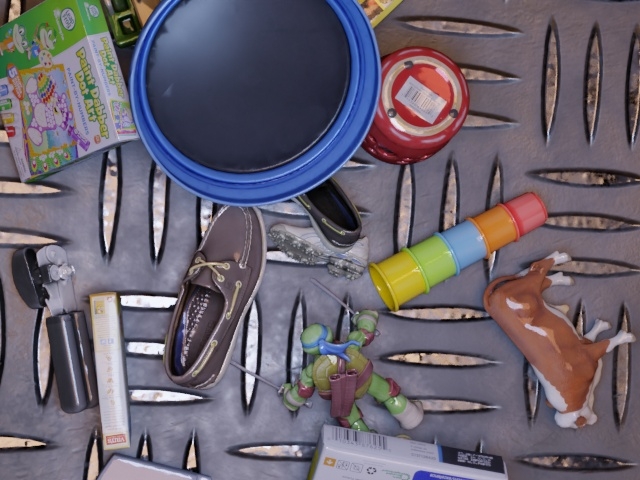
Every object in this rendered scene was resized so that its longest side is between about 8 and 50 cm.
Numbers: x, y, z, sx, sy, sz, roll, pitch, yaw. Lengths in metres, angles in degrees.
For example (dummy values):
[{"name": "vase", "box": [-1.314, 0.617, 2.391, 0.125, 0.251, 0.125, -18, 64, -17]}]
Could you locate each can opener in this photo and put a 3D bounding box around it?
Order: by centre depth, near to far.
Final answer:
[{"name": "can opener", "box": [-0.424, 0.142, 1.837, 0.093, 0.074, 0.280, -16, 88, 25]}]

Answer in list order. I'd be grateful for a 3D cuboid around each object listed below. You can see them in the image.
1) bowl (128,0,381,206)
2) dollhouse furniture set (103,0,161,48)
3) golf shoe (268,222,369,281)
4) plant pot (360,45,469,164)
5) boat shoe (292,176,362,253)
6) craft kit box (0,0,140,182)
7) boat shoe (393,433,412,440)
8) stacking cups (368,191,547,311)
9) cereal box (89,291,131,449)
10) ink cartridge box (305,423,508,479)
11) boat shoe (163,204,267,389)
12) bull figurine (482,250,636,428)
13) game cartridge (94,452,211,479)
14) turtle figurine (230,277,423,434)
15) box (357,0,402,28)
[{"name": "bowl", "box": [-0.101, -0.245, 1.734, 0.391, 0.077, 0.391, -7, 117, -14]}, {"name": "dollhouse furniture set", "box": [-0.193, -0.426, 1.702, 0.302, 0.197, 0.151, -20, 89, -6]}, {"name": "golf shoe", "box": [0.000, 0.000, 1.912, 0.176, 0.069, 0.086, 24, 62, -8]}, {"name": "plant pot", "box": [0.151, -0.229, 1.882, 0.191, 0.174, 0.191, 1, 86, -10]}, {"name": "boat shoe", "box": [-0.008, -0.086, 1.877, 0.081, 0.068, 0.227, -31, 77, -30]}, {"name": "craft kit box", "box": [-0.413, -0.241, 1.776, 0.247, 0.061, 0.249, -18, 90, 34]}, {"name": "boat shoe", "box": [0.125, 0.374, 1.873, 0.056, 0.048, 0.153, 2, 123, -1]}, {"name": "stacking cups", "box": [0.240, 0.009, 1.920, 0.316, 0.096, 0.096, -27, 92, -8]}, {"name": "cereal box", "box": [-0.331, 0.202, 1.788, 0.047, 0.173, 0.240, -4, 87, -9]}, {"name": "ink cartridge box", "box": [0.116, 0.455, 1.859, 0.304, 0.072, 0.307, 11, 125, -8]}, {"name": "boat shoe", "box": [-0.174, 0.083, 1.841, 0.117, 0.097, 0.324, 15, 86, 21]}, {"name": "bull figurine", "box": [0.415, 0.173, 1.940, 0.188, 0.101, 0.310, -39, 96, -12]}, {"name": "game cartridge", "box": [-0.309, 0.504, 1.838, 0.196, 0.060, 0.294, 17, 85, -11]}, {"name": "turtle figurine", "box": [0.034, 0.214, 1.880, 0.198, 0.275, 0.266, -51, 116, -29]}, {"name": "box", "box": [0.053, -0.363, 1.916, 0.232, 0.087, 0.058, -45, 96, -9]}]
